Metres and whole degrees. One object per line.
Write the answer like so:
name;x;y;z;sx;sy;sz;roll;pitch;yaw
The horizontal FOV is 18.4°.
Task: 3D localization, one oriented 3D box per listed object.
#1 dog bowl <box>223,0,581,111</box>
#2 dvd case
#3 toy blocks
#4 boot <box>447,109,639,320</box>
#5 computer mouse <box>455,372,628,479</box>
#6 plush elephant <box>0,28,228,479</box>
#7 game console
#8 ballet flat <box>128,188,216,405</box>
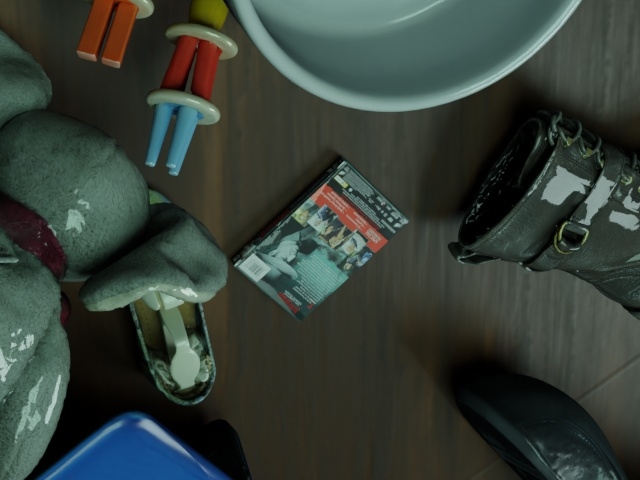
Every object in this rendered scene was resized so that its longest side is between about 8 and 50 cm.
dog bowl;0.050;-0.220;1.244;0.265;0.104;0.264;-11;124;-17
dvd case;0.000;0.000;1.536;0.119;0.013;0.087;-44;127;7
toy blocks;-0.114;-0.130;1.329;0.123;0.054;0.148;24;72;-34
boot;0.253;-0.050;1.565;0.229;0.091;0.263;25;111;-34
computer mouse;0.219;0.197;1.682;0.072;0.188;0.272;-45;115;-8
plush elephant;-0.225;0.012;1.317;0.255;0.272;0.330;-39;-178;-40
game console;-0.208;0.221;1.471;0.293;0.250;0.173;-38;110;4
ballet flat;-0.114;0.047;1.485;0.070;0.070;0.188;-21;127;-10
